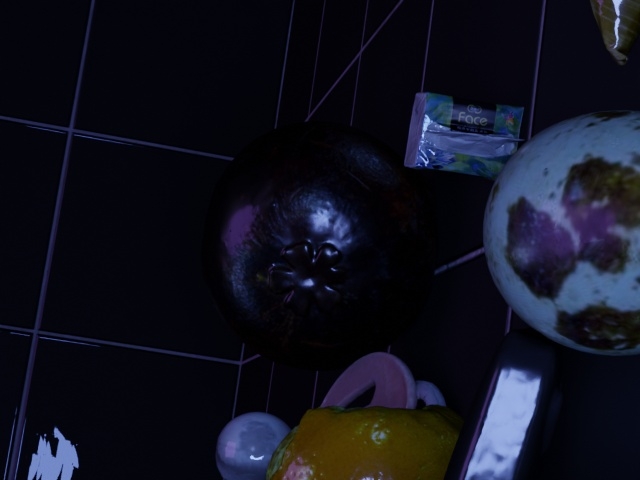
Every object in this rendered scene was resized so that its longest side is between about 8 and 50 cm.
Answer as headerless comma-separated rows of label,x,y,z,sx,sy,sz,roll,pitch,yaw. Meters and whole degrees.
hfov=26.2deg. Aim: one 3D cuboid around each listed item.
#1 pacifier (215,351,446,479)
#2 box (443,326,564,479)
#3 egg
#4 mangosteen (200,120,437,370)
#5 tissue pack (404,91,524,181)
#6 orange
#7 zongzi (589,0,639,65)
pacifier,0.023,0.275,1.574,0.220,0.273,0.332,83,-173,-54
box,0.136,0.210,1.122,0.290,0.073,0.289,24,-96,-79
egg,0.207,-0.005,0.933,0.231,0.169,0.169,-2,78,65
mangosteen,-0.002,0.003,1.736,0.330,0.330,0.330,-170,90,-80
tissue pack,0.156,-0.110,1.471,0.079,0.111,0.085,-159,78,-79
orange,0.073,0.246,1.322,0.158,0.237,0.179,27,100,53
zongzi,0.246,-0.306,1.153,0.286,0.134,0.288,-94,8,-75
